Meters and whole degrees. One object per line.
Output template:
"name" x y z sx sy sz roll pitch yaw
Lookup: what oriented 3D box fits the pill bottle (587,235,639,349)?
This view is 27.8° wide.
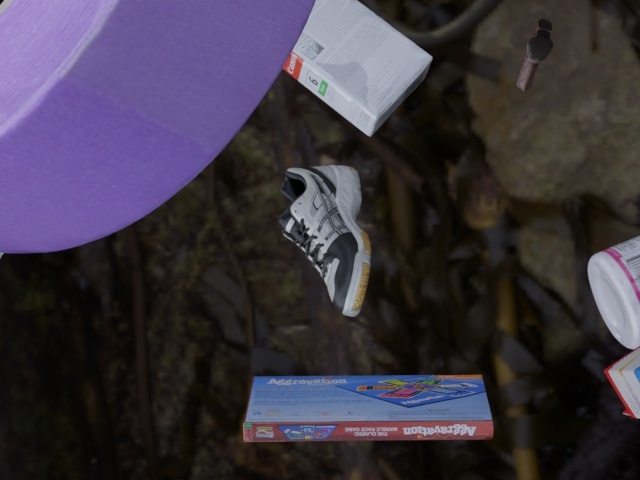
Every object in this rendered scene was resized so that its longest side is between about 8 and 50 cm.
"pill bottle" 0.572 0.045 1.988 0.160 0.283 0.160 159 90 -84

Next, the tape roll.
"tape roll" -0.127 -0.136 0.532 0.275 0.090 0.274 -12 68 32

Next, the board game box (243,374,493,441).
"board game box" 0.055 0.195 1.521 0.145 0.281 0.027 -83 -8 -73

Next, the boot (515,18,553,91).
"boot" 0.314 -0.258 1.933 0.037 0.106 0.114 22 135 5

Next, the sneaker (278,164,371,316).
"sneaker" 0.000 0.000 0.560 0.083 0.037 0.032 -99 20 -46

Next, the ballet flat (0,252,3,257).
"ballet flat" -0.324 0.029 1.119 0.139 0.139 0.400 -36 53 46

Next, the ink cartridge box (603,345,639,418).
"ink cartridge box" 0.454 0.164 1.661 0.078 0.134 0.231 58 174 3

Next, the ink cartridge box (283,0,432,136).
"ink cartridge box" 0.009 -0.128 0.852 0.115 0.063 0.029 38 156 8
